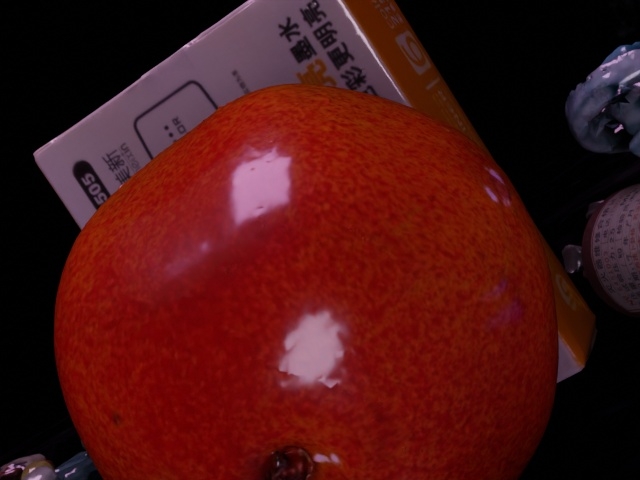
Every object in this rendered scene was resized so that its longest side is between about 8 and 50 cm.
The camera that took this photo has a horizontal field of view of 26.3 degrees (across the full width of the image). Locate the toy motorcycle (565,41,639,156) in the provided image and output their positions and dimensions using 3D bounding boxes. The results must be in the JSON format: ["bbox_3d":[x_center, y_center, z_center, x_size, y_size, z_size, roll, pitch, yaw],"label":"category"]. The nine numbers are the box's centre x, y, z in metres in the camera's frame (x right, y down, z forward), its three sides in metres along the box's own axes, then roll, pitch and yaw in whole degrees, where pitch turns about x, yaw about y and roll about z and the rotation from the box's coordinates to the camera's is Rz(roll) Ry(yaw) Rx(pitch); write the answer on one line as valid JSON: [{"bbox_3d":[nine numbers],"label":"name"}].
[{"bbox_3d":[0.271,-0.097,0.708,0.260,0.154,0.206,-29,-27,27],"label":"toy motorcycle"}]

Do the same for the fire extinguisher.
[{"bbox_3d":[0.198,0.009,0.710,0.252,0.106,0.075,153,136,-75],"label":"fire extinguisher"}]

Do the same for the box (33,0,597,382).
[{"bbox_3d":[0.000,0.000,0.790,0.220,0.274,0.091,-33,5,23],"label":"box"}]

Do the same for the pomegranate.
[{"bbox_3d":[-0.003,0.031,0.620,0.221,0.221,0.257,-31,34,20],"label":"pomegranate"}]

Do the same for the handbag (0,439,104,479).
[{"bbox_3d":[-0.263,0.243,1.108,0.268,0.100,0.274,-33,3,2],"label":"handbag"}]
